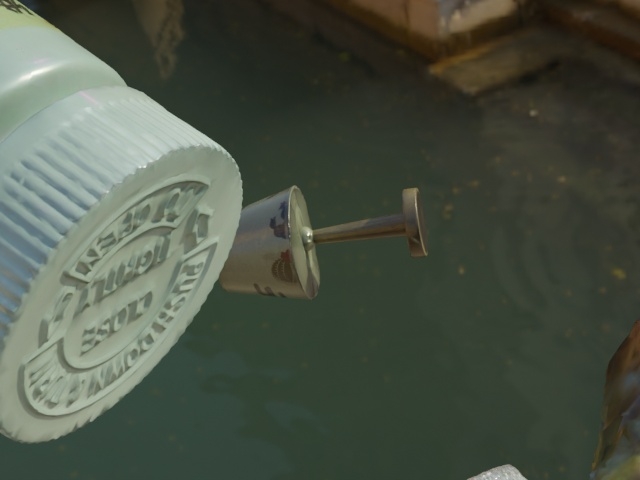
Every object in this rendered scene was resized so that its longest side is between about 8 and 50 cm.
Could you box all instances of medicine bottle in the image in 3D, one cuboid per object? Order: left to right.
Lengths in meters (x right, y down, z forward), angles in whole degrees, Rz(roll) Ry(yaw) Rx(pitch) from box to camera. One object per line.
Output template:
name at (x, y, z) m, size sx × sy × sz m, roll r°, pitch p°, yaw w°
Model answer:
medicine bottle at (-0.203, -0.060, 0.609) m, size 0.318 × 0.158 × 0.158 m, roll 35°, pitch 50°, yaw 21°

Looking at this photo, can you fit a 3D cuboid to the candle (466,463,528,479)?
candle at (0.116, 0.263, 1.095) m, size 0.168 × 0.192 × 0.068 m, roll -45°, pitch 58°, yaw 3°

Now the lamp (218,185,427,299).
lamp at (0.000, 0.000, 1.348) m, size 0.215 × 0.121 × 0.121 m, roll -7°, pitch 30°, yaw 10°

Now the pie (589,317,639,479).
pie at (0.248, 0.205, 0.687) m, size 0.180 × 0.418 × 0.395 m, roll 6°, pitch 70°, yaw 28°
